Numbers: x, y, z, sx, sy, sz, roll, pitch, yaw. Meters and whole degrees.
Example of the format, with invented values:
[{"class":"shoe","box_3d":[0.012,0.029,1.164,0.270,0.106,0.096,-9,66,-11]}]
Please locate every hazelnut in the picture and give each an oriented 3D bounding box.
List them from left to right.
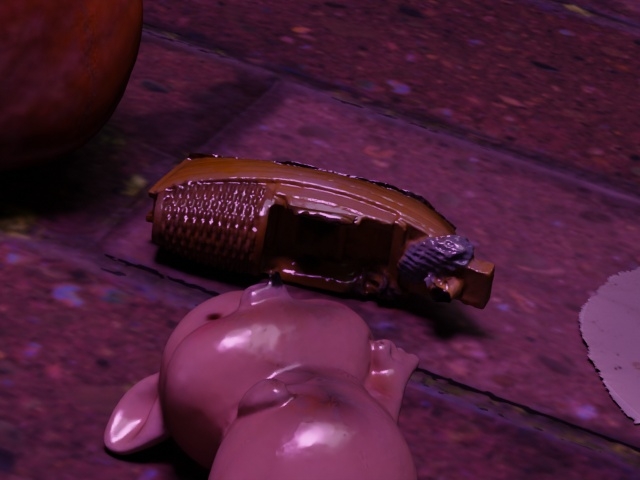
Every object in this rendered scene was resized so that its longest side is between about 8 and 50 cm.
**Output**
[{"class":"hazelnut","box_3d":[-0.163,-0.113,0.846,0.182,0.182,0.182,11,27,-5]}]

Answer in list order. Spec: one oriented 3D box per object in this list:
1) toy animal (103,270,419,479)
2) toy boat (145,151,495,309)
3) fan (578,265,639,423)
[{"class":"toy animal","box_3d":[-0.015,0.067,0.672,0.083,0.089,0.150,25,17,-25]},{"class":"toy boat","box_3d":[0.000,0.000,0.835,0.149,0.047,0.049,13,40,5]},{"class":"fan","box_3d":[0.235,0.034,0.914,0.191,0.009,0.329,22,30,19]}]
